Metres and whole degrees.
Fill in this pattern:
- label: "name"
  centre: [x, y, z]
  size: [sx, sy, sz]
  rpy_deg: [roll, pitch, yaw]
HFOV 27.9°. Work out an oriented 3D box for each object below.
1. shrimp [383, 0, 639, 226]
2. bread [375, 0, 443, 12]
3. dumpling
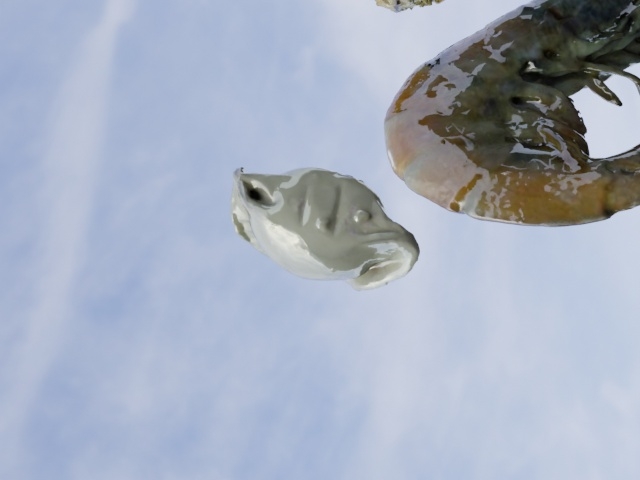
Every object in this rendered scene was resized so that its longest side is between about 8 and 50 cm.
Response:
- label: "shrimp"
  centre: [0.171, -0.095, 0.672]
  size: [0.296, 0.169, 0.058]
  rpy_deg: [-32, -45, -18]
- label: "bread"
  centre: [0.106, -0.395, 1.607]
  size: [0.174, 0.121, 0.245]
  rpy_deg: [59, 166, 20]
- label: "dumpling"
  centre: [0.002, 0.001, 1.143]
  size: [0.134, 0.169, 0.099]
  rpy_deg: [90, -177, -55]
